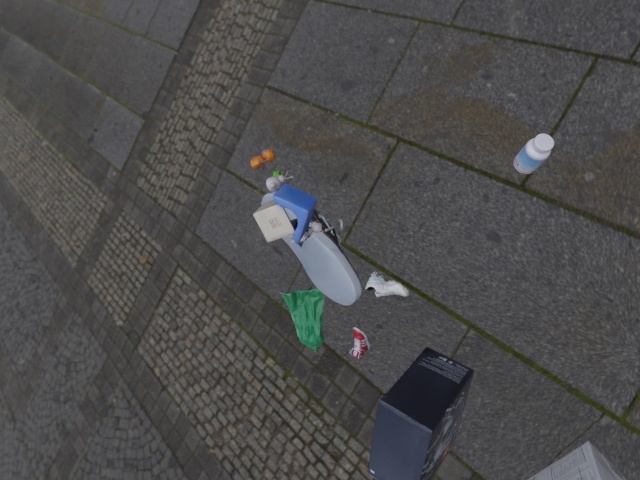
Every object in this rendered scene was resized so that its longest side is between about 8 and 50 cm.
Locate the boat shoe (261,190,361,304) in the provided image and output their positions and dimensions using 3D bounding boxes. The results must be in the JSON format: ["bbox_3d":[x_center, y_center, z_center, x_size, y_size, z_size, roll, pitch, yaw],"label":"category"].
[{"bbox_3d":[-0.002,0.003,0.987,0.306,0.105,0.113,45,136,24],"label":"boat shoe"}]

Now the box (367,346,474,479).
[{"bbox_3d":[0.321,0.584,1.461,0.179,0.312,0.343,23,124,33],"label":"box"}]

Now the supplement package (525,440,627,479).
[{"bbox_3d":[0.742,0.762,1.291,0.199,0.198,0.263,46,111,9],"label":"supplement package"}]

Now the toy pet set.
[{"bbox_3d":[-0.032,-0.053,0.547,0.065,0.114,0.122,-19,109,22],"label":"toy pet set"}]

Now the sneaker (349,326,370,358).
[{"bbox_3d":[0.115,0.324,1.421,0.042,0.118,0.067,20,59,42],"label":"sneaker"}]

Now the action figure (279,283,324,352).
[{"bbox_3d":[-0.036,0.250,1.416,0.137,0.063,0.232,-5,111,13],"label":"action figure"}]

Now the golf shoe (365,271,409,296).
[{"bbox_3d":[0.249,0.187,1.709,0.176,0.069,0.086,20,65,40],"label":"golf shoe"}]

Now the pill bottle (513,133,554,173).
[{"bbox_3d":[0.761,-0.309,1.622,0.087,0.160,0.087,0,71,0],"label":"pill bottle"}]
